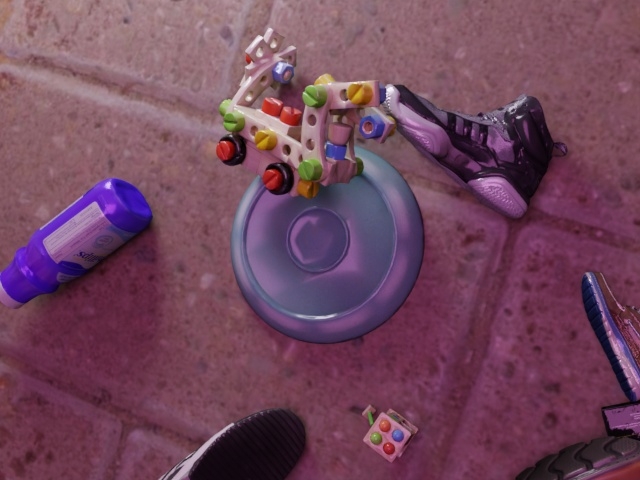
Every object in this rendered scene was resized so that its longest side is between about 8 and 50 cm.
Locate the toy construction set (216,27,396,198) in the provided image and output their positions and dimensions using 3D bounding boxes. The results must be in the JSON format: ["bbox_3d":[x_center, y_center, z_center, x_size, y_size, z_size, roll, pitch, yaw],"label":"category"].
[{"bbox_3d":[-0.043,-0.186,1.237,0.328,0.151,0.215,42,123,43],"label":"toy construction set"}]

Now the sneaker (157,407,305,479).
[{"bbox_3d":[-0.174,0.362,1.280,0.331,0.146,0.122,-37,102,-13],"label":"sneaker"}]

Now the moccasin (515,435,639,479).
[{"bbox_3d":[0.287,0.395,1.108,0.380,0.139,0.147,-43,82,14],"label":"moccasin"}]

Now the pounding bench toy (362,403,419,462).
[{"bbox_3d":[0.090,0.274,1.228,0.083,0.065,0.052,34,95,19],"label":"pounding bench toy"}]

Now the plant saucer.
[{"bbox_3d":[0.000,0.000,1.300,0.318,0.044,0.317,-2,83,17],"label":"plant saucer"}]

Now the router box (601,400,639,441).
[{"bbox_3d":[0.477,0.269,1.113,0.179,0.046,0.133,-15,80,16],"label":"router box"}]

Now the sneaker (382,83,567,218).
[{"bbox_3d":[0.221,-0.165,1.204,0.269,0.101,0.153,40,91,-1],"label":"sneaker"}]

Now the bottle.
[{"bbox_3d":[-0.415,0.010,1.393,0.283,0.118,0.092,-35,75,11],"label":"bottle"}]

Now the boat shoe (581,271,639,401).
[{"bbox_3d":[0.413,0.122,1.146,0.066,0.066,0.183,-19,76,-2],"label":"boat shoe"}]
